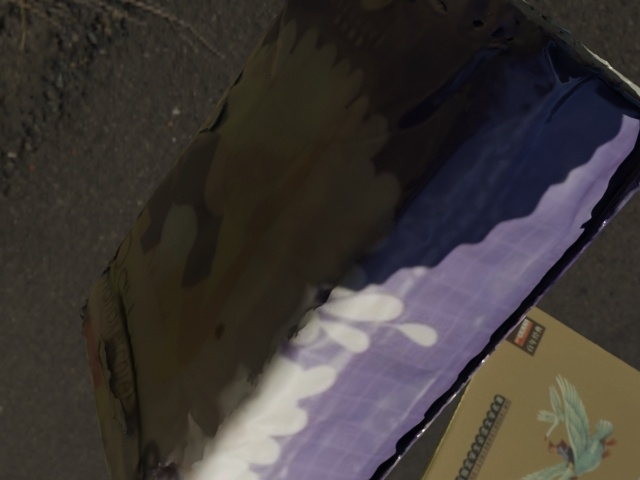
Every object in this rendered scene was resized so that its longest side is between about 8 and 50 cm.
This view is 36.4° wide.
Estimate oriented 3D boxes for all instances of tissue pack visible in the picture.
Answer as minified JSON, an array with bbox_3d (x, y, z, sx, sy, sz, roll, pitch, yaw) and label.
[{"bbox_3d":[0.000,0.000,0.551,0.125,0.242,0.343,24,113,-33],"label":"tissue pack"}]

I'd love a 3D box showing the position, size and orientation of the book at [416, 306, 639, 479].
[{"bbox_3d":[0.241,0.204,0.760,0.310,0.217,0.021,32,148,3],"label":"book"}]
